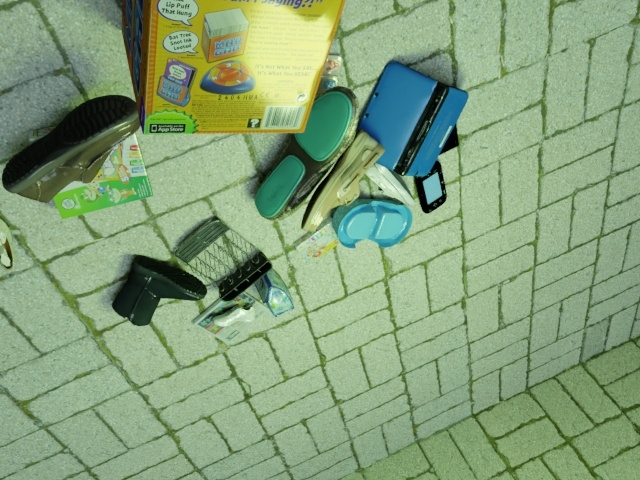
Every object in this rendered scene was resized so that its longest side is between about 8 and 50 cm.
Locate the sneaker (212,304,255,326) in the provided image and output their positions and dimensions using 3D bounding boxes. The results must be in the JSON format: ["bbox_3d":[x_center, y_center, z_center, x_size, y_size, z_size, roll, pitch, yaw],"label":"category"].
[{"bbox_3d":[-0.294,0.250,2.067,0.152,0.054,0.061,-9,122,-27],"label":"sneaker"}]

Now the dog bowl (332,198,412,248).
[{"bbox_3d":[0.168,-0.063,2.027,0.297,0.074,0.166,-1,122,-33],"label":"dog bowl"}]

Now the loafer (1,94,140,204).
[{"bbox_3d":[-0.573,-0.214,1.451,0.366,0.134,0.130,-29,145,6],"label":"loafer"}]

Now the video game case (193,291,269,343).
[{"bbox_3d":[-0.308,0.261,2.117,0.201,0.023,0.183,-39,134,10],"label":"video game case"}]

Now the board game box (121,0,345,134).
[{"bbox_3d":[-0.204,-0.471,1.262,0.357,0.356,0.356,-5,144,-23],"label":"board game box"}]

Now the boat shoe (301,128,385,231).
[{"bbox_3d":[0.066,-0.156,1.748,0.110,0.121,0.341,35,83,-10],"label":"boat shoe"}]

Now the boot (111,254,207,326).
[{"bbox_3d":[-0.495,0.178,1.868,0.246,0.094,0.207,25,115,-11],"label":"boot"}]

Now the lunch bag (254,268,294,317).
[{"bbox_3d":[-0.161,0.159,2.030,0.096,0.129,0.151,-25,135,-6],"label":"lunch bag"}]

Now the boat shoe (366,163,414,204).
[{"bbox_3d":[0.220,-0.185,1.978,0.076,0.083,0.226,-33,124,19],"label":"boat shoe"}]

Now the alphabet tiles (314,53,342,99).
[{"bbox_3d":[-0.080,-0.422,1.654,0.278,0.021,0.284,-6,129,-23],"label":"alphabet tiles"}]

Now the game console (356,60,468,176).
[{"bbox_3d":[0.270,-0.359,1.838,0.250,0.173,0.293,-7,129,-53],"label":"game console"}]

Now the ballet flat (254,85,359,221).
[{"bbox_3d":[-0.019,-0.247,1.746,0.182,0.164,0.483,-20,154,-53],"label":"ballet flat"}]

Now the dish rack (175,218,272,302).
[{"bbox_3d":[-0.307,0.060,1.911,0.208,0.074,0.271,-39,134,7],"label":"dish rack"}]

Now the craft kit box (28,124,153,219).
[{"bbox_3d":[-0.583,-0.194,1.572,0.247,0.061,0.250,-15,132,-12],"label":"craft kit box"}]

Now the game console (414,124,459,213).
[{"bbox_3d":[0.368,-0.240,2.019,0.213,0.044,0.361,-27,135,-4],"label":"game console"}]

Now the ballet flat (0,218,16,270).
[{"bbox_3d":[-0.843,0.010,1.612,0.057,0.052,0.168,-15,132,-15],"label":"ballet flat"}]

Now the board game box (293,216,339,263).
[{"bbox_3d":[0.000,0.000,2.047,0.154,0.026,0.103,-36,134,5],"label":"board game box"}]
